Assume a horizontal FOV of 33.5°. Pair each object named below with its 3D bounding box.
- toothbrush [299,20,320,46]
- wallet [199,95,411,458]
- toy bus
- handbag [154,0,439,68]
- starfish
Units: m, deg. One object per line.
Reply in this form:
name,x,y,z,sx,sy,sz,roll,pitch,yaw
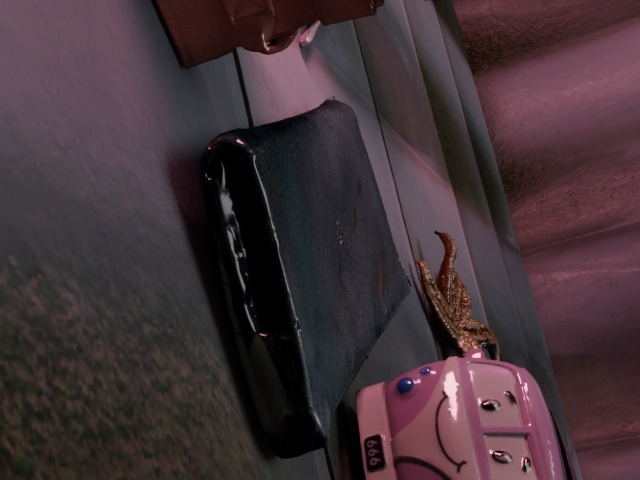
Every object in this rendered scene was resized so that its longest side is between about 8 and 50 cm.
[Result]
toothbrush,-0.006,-0.215,1.029,0.017,0.014,0.162,49,22,-15
wallet,0.000,0.000,0.755,0.379,0.046,0.190,-44,117,-75
toy bus,0.113,0.182,0.784,0.202,0.142,0.142,57,23,-50
handbag,-0.005,-0.198,0.612,0.059,0.213,0.157,-71,142,-66
starfish,0.165,0.102,1.243,0.213,0.057,0.238,33,38,-57
